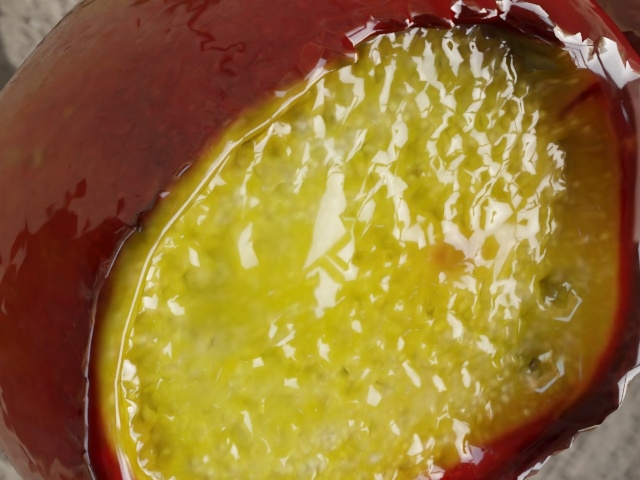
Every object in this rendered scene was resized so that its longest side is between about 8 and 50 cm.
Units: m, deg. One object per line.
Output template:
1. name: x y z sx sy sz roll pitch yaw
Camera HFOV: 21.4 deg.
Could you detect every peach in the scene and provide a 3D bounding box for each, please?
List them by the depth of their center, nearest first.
1. peach: 0.000 0.000 0.480 0.190 0.196 0.226 -55 -175 28

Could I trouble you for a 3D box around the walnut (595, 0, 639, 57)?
1. walnut: 0.114 -0.047 0.740 0.221 0.269 0.244 -43 124 -1
